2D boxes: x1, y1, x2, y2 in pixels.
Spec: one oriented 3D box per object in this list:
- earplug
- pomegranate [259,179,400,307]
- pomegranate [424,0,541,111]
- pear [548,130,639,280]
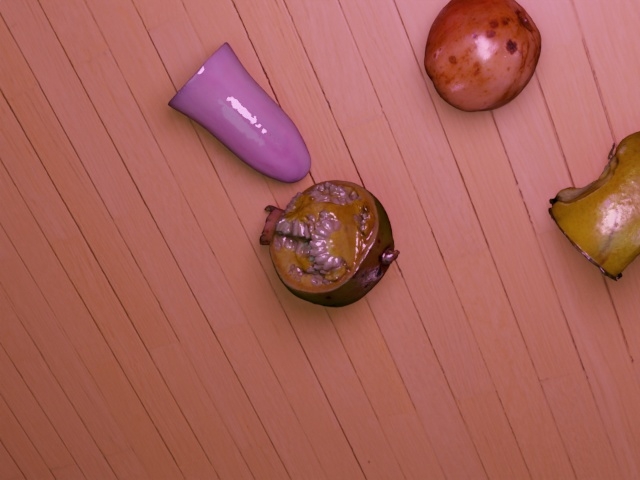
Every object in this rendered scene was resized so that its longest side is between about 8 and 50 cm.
[{"bbox_3d":[-0.141,-0.231,1.455,0.301,0.172,0.172,44,116,-13],"label":"earplug"},{"bbox_3d":[0.000,0.000,1.481,0.341,0.260,0.260,19,121,40],"label":"pomegranate"},{"bbox_3d":[0.278,-0.334,1.279,0.215,0.215,0.215,5,114,12],"label":"pomegranate"},{"bbox_3d":[0.559,-0.086,1.294,0.164,0.238,0.255,43,118,0],"label":"pear"}]
